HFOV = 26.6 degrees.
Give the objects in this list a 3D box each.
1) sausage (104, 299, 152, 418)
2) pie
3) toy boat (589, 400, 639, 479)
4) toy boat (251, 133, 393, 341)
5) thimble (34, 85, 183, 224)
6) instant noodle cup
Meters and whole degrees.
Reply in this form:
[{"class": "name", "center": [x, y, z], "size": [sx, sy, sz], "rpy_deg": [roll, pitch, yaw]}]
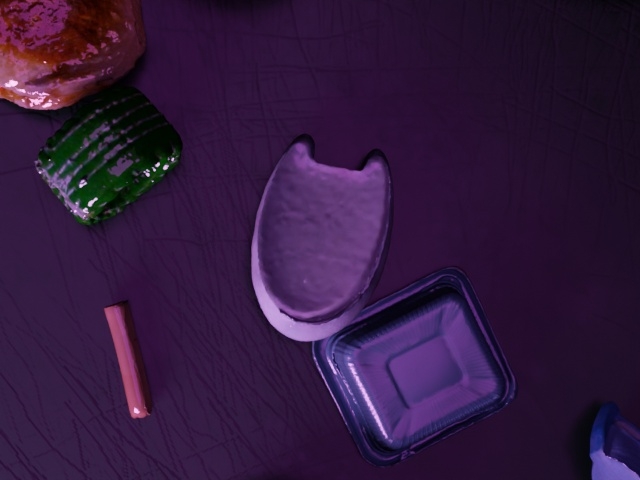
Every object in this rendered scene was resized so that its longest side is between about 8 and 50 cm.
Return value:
[{"class": "sausage", "center": [-0.188, 0.118, 1.331], "size": [0.026, 0.026, 0.116], "rpy_deg": [-13, 89, -6]}, {"class": "pie", "center": [-0.265, -0.229, 1.314], "size": [0.178, 0.084, 0.205], "rpy_deg": [-10, 85, -6]}, {"class": "toy boat", "center": [0.342, 0.257, 1.358], "size": [0.102, 0.088, 0.215], "rpy_deg": [-33, 89, -41]}, {"class": "toy boat", "center": [0.000, 0.000, 1.342], "size": [0.134, 0.079, 0.208], "rpy_deg": [11, 75, -3]}, {"class": "thimble", "center": [-0.203, -0.079, 1.296], "size": [0.130, 0.118, 0.090], "rpy_deg": [-38, 87, -25]}, {"class": "instant noodle cup", "center": [0.099, 0.127, 1.339], "size": [0.179, 0.070, 0.157], "rpy_deg": [-26, 91, -8]}]
